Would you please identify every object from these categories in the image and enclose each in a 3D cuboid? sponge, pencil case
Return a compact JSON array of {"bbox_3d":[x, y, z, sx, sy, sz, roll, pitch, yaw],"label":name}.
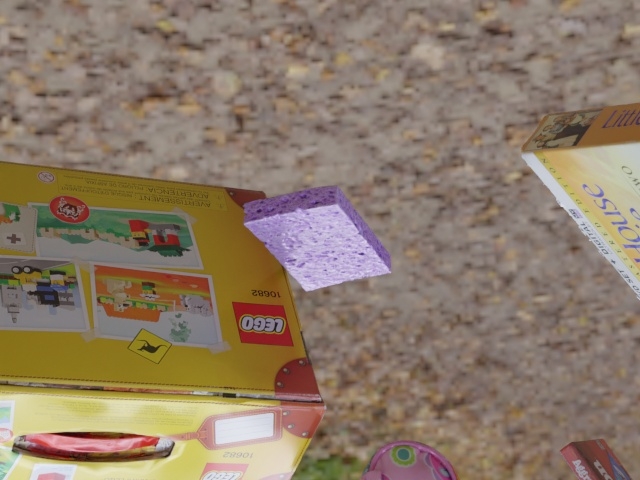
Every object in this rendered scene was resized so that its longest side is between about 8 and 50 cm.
[{"bbox_3d":[0.000,0.000,1.611,0.117,0.031,0.210,-12,152,16],"label":"sponge"},{"bbox_3d":[0.082,0.340,1.548,0.124,0.124,0.284,0,147,-9],"label":"pencil case"}]

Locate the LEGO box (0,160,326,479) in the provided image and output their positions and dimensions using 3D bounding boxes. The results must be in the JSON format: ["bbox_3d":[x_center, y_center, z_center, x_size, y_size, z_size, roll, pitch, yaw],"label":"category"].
[{"bbox_3d":[-0.286,0.102,1.611,0.500,0.372,0.193,6,132,-22],"label":"LEGO box"}]

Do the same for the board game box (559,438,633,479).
[{"bbox_3d":[0.444,0.398,1.863,0.027,0.281,0.145,-42,157,20],"label":"board game box"}]

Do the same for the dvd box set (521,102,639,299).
[{"bbox_3d":[0.399,-0.003,1.166,0.307,0.062,0.420,47,160,-21],"label":"dvd box set"}]
